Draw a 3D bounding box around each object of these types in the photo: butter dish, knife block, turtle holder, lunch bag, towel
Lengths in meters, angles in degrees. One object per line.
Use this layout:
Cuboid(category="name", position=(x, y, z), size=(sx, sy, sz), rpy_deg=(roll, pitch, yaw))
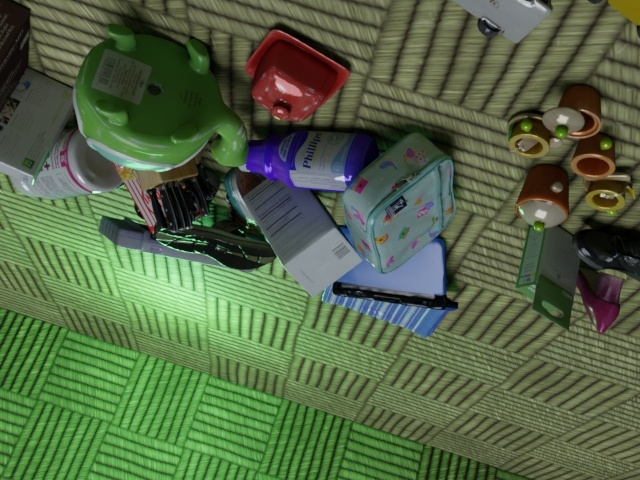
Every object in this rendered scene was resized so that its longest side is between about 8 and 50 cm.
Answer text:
Cuboid(category="butter dish", position=(-0.056, -0.264, 1.361), size=(0.160, 0.118, 0.160), rpy_deg=(27, 154, -17))
Cuboid(category="knife block", position=(-0.338, -0.156, 1.612), size=(0.276, 0.242, 0.088), rpy_deg=(35, 149, -30))
Cuboid(category="turtle holder", position=(-0.298, -0.246, 1.453), size=(0.320, 0.243, 0.227), rpy_deg=(-11, 165, -29))
Cuboid(category="lunch bag", position=(0.161, -0.069, 1.502), size=(0.108, 0.224, 0.279), rpy_deg=(49, 169, 27))
Cuboid(category="towel", position=(0.175, 0.171, 2.152), size=(0.336, 0.040, 0.243), rpy_deg=(18, 153, 0))

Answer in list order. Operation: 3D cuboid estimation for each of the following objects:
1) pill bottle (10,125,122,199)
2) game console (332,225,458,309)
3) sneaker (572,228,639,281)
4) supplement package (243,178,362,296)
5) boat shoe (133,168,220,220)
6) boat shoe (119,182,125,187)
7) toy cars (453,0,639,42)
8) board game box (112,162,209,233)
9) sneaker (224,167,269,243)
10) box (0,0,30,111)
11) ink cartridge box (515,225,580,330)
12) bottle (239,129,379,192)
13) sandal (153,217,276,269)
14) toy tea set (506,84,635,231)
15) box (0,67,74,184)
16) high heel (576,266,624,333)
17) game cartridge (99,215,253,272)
Cuboid(category="pill bottle", position=(-0.598, -0.179, 1.828), size=(0.283, 0.160, 0.160), rpy_deg=(-5, 146, 38))
Cuboid(category="game console", position=(0.187, 0.072, 1.934), size=(0.293, 0.173, 0.250), rpy_deg=(7, 177, 23))
Cuboid(category="sneaker", position=(0.613, 0.017, 1.518), size=(0.228, 0.087, 0.130), rpy_deg=(20, 152, -11))
Cuboid(category="supplement package", position=(-0.041, -0.027, 1.653), size=(0.139, 0.134, 0.244), rpy_deg=(49, -174, -47))
Cuboid(category="boat shoe", position=(-0.376, -0.087, 1.911), size=(0.121, 0.119, 0.335), rpy_deg=(33, 150, -28))
Cuboid(category="boat shoe", position=(-0.460, -0.160, 1.875), size=(0.233, 0.079, 0.084), rpy_deg=(-2, 146, 33))
Cuboid(category="toy cars", position=(0.318, -0.344, 1.010), size=(0.394, 0.087, 0.176), rpy_deg=(10, 148, 23))
Cuboid(category="board game box", position=(-0.360, -0.128, 1.755), size=(0.147, 0.045, 0.193), rpy_deg=(-20, 107, 23))
Cuboid(category="sneaker", position=(-0.176, -0.071, 1.827), size=(0.121, 0.108, 0.302), rpy_deg=(2, 152, 21))
Cuboid(category="box", position=(-0.679, -0.366, 1.506), size=(0.167, 0.168, 0.203), rpy_deg=(25, 154, -12))
Cuboid(category="ink cartridge box", position=(0.463, 0.075, 1.582), size=(0.109, 0.209, 0.062), rpy_deg=(31, 151, -24))
Cuboid(category="bottle", position=(-0.029, -0.161, 1.547), size=(0.283, 0.118, 0.092), rpy_deg=(7, 152, 23))
Cuboid(category="sandal", position=(-0.229, -0.010, 1.777), size=(0.303, 0.086, 0.120), rpy_deg=(19, 145, -27))
Cuboid(category="toy tea set", position=(0.415, -0.118, 1.334), size=(0.200, 0.124, 0.336), rpy_deg=(1, 149, 31))
Cuboid(category="box", position=(-0.701, -0.282, 1.614), size=(0.322, 0.232, 0.058), rpy_deg=(26, 152, -13))
Cuboid(category="high heel", position=(0.564, 0.121, 1.631), size=(0.082, 0.117, 0.244), rpy_deg=(17, -178, -7))
Cuboid(category="game cartridge", position=(-0.361, 0.006, 1.969), size=(0.355, 0.068, 0.230), rpy_deg=(13, 180, -29))
